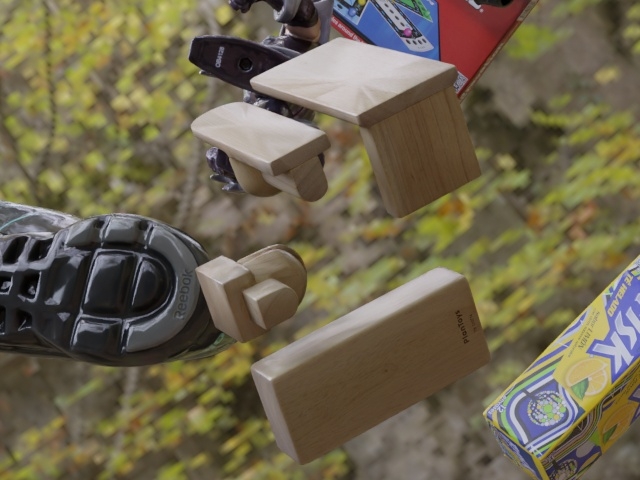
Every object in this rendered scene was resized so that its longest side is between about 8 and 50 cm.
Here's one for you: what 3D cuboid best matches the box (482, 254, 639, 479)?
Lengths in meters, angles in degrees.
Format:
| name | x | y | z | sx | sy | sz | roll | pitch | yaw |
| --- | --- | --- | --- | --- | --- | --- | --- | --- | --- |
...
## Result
| name | x | y | z | sx | sy | sz | roll | pitch | yaw |
| --- | --- | --- | --- | --- | --- | --- | --- | --- | --- |
| box | 0.183 | 0.078 | 1.183 | 0.169 | 0.054 | 0.059 | -44 | -37 | -11 |

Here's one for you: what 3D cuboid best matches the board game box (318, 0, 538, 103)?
| name | x | y | z | sx | sy | sz | roll | pitch | yaw |
| --- | --- | --- | --- | --- | --- | --- | --- | --- | --- |
| board game box | 0.051 | -0.253 | 1.694 | 0.145 | 0.281 | 0.027 | -53 | -14 | 16 |

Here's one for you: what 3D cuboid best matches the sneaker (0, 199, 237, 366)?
| name | x | y | z | sx | sy | sz | roll | pitch | yaw |
| --- | --- | --- | --- | --- | --- | --- | --- | --- | --- |
| sneaker | -0.167 | 0.027 | 1.029 | 0.106 | 0.267 | 0.101 | 31 | -108 | -67 |

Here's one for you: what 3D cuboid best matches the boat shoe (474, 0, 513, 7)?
| name | x | y | z | sx | sy | sz | roll | pitch | yaw |
| --- | --- | --- | --- | --- | --- | --- | --- | --- | --- |
| boat shoe | 0.164 | -0.231 | 1.484 | 0.133 | 0.042 | 0.049 | -47 | -36 | -25 |

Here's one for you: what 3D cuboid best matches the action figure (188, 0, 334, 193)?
| name | x | y | z | sx | sy | sz | roll | pitch | yaw |
| --- | --- | --- | --- | --- | --- | --- | --- | --- | --- |
| action figure | -0.040 | -0.120 | 1.461 | 0.099 | 0.185 | 0.285 | 2 | 10 | 2 |

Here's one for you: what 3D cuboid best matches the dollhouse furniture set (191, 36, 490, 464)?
| name | x | y | z | sx | sy | sz | roll | pitch | yaw |
| --- | --- | --- | --- | --- | --- | --- | --- | --- | --- |
| dollhouse furniture set | 0.000 | 0.000 | 0.956 | 0.144 | 0.123 | 0.151 | -27 | -67 | -19 |
